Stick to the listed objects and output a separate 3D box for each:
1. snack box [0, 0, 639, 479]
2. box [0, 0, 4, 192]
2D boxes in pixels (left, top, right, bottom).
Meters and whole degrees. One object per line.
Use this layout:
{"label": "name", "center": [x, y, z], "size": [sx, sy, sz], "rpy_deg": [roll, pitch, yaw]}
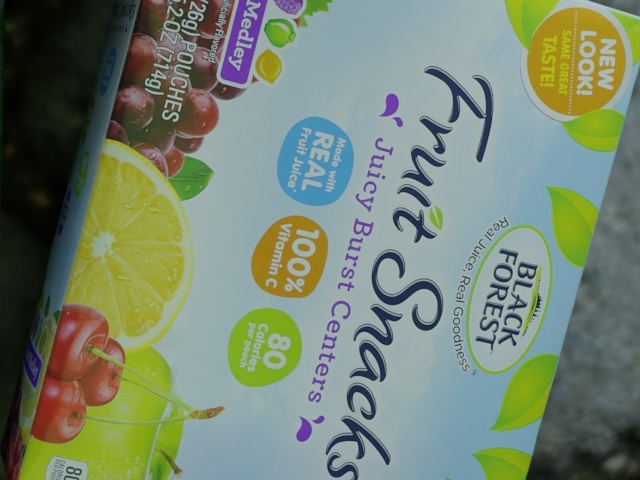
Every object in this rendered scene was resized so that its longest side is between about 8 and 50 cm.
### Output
{"label": "snack box", "center": [0.000, 0.000, 0.575], "size": [0.174, 0.070, 0.207], "rpy_deg": [15, 95, -17]}
{"label": "box", "center": [-0.162, 0.014, 0.486], "size": [0.126, 0.262, 0.231], "rpy_deg": [3, 106, -8]}
